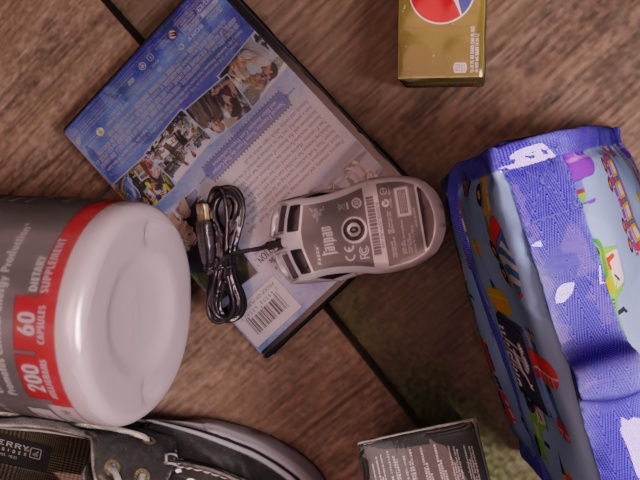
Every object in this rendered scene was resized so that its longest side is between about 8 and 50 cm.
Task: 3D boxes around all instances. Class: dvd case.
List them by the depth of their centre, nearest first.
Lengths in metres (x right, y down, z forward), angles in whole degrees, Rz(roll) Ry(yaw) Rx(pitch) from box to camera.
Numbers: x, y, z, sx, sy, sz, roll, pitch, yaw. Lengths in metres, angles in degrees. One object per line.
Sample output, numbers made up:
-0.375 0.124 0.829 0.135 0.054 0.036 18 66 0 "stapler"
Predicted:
-0.062 -0.059 0.639 0.180 0.022 0.253 -43 84 11 "dvd case"

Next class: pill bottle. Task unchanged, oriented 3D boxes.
-0.257 0.044 0.612 0.283 0.161 0.161 3 95 18 "pill bottle"

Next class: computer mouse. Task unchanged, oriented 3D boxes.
0.000 0.000 0.599 0.193 0.042 0.106 -8 87 18 "computer mouse"

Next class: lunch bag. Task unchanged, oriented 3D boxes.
0.154 0.050 0.460 0.138 0.293 0.221 -16 90 13 "lunch bag"

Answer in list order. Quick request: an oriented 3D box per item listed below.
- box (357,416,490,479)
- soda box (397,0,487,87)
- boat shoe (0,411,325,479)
0.085 0.215 0.536 0.077 0.147 0.180 -13 76 4 "box"
0.088 -0.203 0.577 0.061 0.058 0.181 1 94 13 "soda box"
-0.162 0.197 0.622 0.335 0.119 0.121 9 94 4 "boat shoe"
